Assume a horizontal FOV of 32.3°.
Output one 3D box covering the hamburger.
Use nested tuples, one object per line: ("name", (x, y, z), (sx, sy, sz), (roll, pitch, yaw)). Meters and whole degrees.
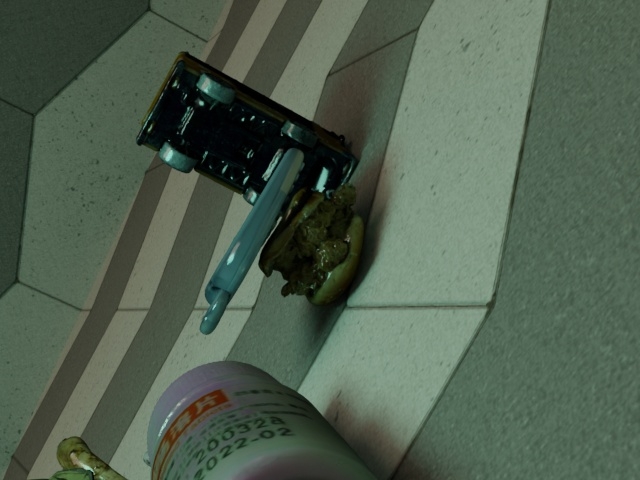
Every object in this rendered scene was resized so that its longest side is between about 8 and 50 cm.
("hamburger", (0.000, 0.000, 1.557), (0.185, 0.131, 0.159), (-61, 3, 8))

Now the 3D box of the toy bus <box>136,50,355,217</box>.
("toy bus", (-0.122, -0.163, 1.794), (0.162, 0.323, 0.194), (-59, 17, 12))

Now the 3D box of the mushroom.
("mushroom", (-0.289, 0.384, 1.569), (0.233, 0.302, 0.208), (48, -134, -67))

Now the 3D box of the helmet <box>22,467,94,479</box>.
("helmet", (-0.417, 0.405, 1.513), (0.257, 0.137, 0.204), (-47, 35, 44))

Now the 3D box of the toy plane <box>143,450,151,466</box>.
("toy plane", (-0.247, 0.363, 1.814), (0.171, 0.065, 0.162), (-25, 42, 65))

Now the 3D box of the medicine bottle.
("medicine bottle", (-0.072, 0.270, 1.213), (0.219, 0.219, 0.388), (-62, 18, 2))

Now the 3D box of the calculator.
("calculator", (-0.098, -0.003, 1.555), (0.302, 0.042, 0.188), (-62, 5, -29))
